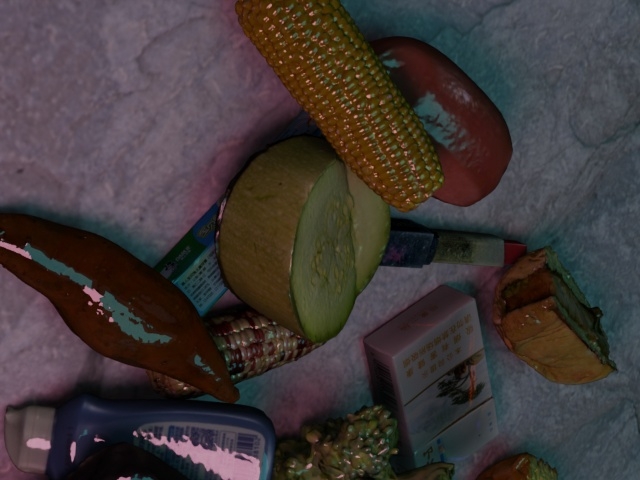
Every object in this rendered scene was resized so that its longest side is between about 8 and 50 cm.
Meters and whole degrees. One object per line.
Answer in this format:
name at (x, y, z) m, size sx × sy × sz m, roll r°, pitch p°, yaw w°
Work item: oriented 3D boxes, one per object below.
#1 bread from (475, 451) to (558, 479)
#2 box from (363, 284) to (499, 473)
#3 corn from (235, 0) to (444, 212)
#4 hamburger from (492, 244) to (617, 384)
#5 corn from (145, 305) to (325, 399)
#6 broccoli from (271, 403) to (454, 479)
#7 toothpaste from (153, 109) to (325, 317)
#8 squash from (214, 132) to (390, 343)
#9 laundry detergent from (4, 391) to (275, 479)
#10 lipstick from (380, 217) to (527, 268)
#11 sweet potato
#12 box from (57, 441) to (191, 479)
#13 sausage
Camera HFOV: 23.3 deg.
bread at (0.275, 0.422, 2.154) m, size 0.143 × 0.139 × 0.229 m, roll 21°, pitch 55°, yaw -49°
box at (0.146, 0.193, 2.012) m, size 0.149 × 0.067 × 0.233 m, roll -31°, pitch 127°, yaw -25°
corn at (0.020, -0.164, 1.637) m, size 0.106 × 0.106 × 0.305 m, roll -37°, pitch 95°, yaw -22°
hamburger at (0.304, 0.108, 2.065) m, size 0.130 × 0.124 × 0.262 m, roll -21°, pitch 144°, yaw 21°
corn at (-0.082, 0.117, 1.777) m, size 0.253 × 0.086 × 0.086 m, roll -15°, pitch 118°, yaw -35°
broccoli at (-0.005, 0.359, 1.834) m, size 0.338 × 0.317 × 0.277 m, roll -31°, pitch 103°, yaw -55°
toothpaste at (-0.072, -0.036, 1.739) m, size 0.267 × 0.050 × 0.065 m, roll -48°, pitch 133°, yaw -13°
squash at (0.002, -0.006, 1.699) m, size 0.220 × 0.133 × 0.220 m, roll -17°, pitch 116°, yaw -39°
laundry detergent at (-0.198, 0.233, 1.669) m, size 0.289 × 0.094 × 0.143 m, roll 10°, pitch 99°, yaw -9°
lipstick at (0.160, 0.006, 1.951) m, size 0.312 × 0.051 × 0.051 m, roll 4°, pitch 108°, yaw -42°
sweet potato at (-0.218, 0.063, 1.621) m, size 0.359 × 0.112 × 0.112 m, roll 39°, pitch 82°, yaw -21°
box at (-0.198, 0.405, 1.649) m, size 0.359 × 0.091 × 0.350 m, roll -39°, pitch 112°, yaw 23°
sausage at (0.124, -0.140, 1.785) m, size 0.148 × 0.148 × 0.254 m, roll -51°, pitch 121°, yaw -10°
